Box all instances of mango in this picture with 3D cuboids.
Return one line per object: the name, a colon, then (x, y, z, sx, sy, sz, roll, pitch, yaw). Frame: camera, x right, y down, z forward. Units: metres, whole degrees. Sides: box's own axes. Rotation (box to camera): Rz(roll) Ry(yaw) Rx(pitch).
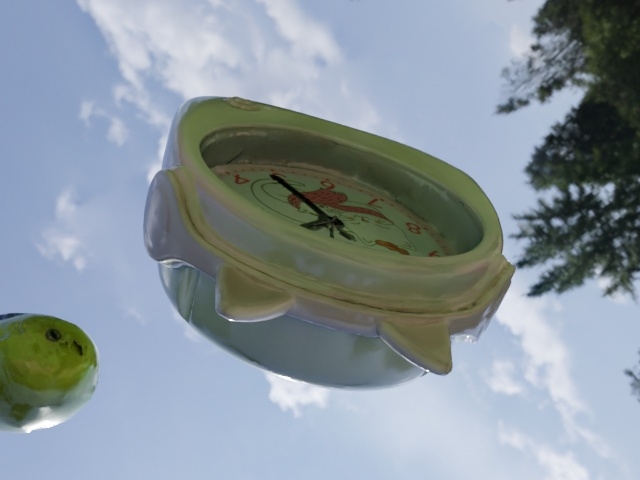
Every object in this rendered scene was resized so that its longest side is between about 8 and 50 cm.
mango: (-0.223, 0.100, 0.545, 0.091, 0.165, 0.074, 49, -139, -23)

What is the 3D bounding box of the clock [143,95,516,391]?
clock: (0.000, 0.000, 0.563, 0.265, 0.108, 0.324, 17, -156, -7)
